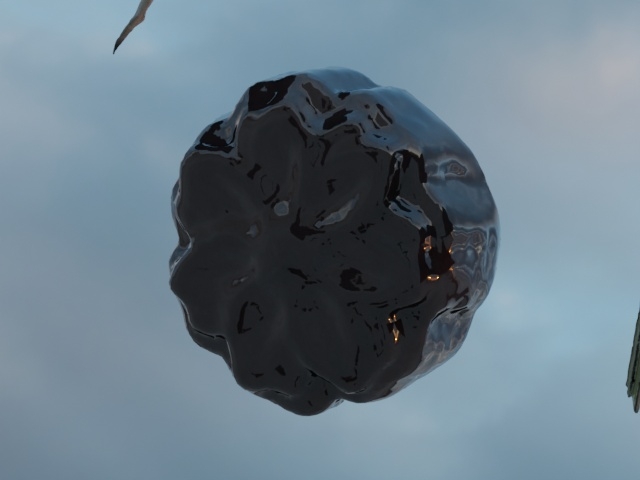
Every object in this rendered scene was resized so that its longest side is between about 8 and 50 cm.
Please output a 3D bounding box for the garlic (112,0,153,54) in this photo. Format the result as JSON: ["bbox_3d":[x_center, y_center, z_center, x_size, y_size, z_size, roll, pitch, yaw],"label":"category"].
[{"bbox_3d":[-0.179,-0.341,1.681,0.231,0.245,0.340,14,-19,47],"label":"garlic"}]

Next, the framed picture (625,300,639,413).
[{"bbox_3d":[0.258,-0.045,1.346,0.019,0.296,0.232,13,-65,17],"label":"framed picture"}]

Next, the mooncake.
[{"bbox_3d":[0.000,0.000,1.606,0.283,0.283,0.141,1,9,28],"label":"mooncake"}]
